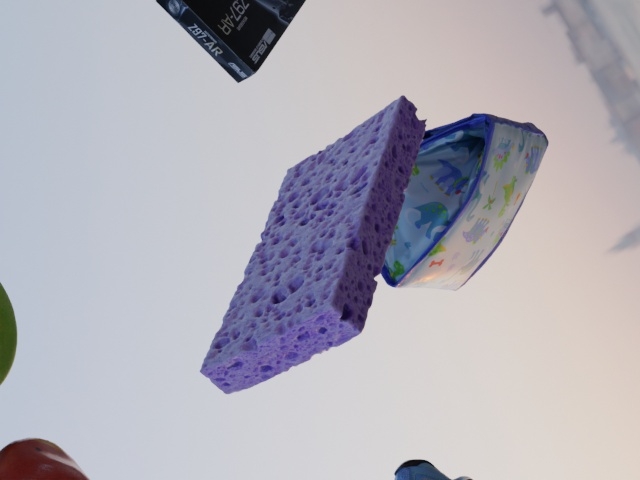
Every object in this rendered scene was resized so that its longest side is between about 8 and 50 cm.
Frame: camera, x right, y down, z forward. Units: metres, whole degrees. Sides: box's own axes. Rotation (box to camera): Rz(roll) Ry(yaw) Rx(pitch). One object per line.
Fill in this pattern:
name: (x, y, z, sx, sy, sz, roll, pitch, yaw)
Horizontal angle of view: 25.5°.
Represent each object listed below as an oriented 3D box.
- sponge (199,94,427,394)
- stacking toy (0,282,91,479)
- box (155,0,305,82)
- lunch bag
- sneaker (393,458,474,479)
sponge: (0.000, 0.000, 0.919, 0.031, 0.117, 0.210, 44, -140, -22)
stacking toy: (-0.278, 0.101, 0.920, 0.309, 0.130, 0.280, 19, -122, -44)
box: (-0.045, -0.140, 0.789, 0.067, 0.018, 0.083, 45, -125, -20)
lunch bag: (0.107, -0.039, 1.125, 0.096, 0.151, 0.129, 50, -159, 19)
sneaker: (0.095, 0.164, 0.786, 0.162, 0.063, 0.073, 38, -149, -42)
